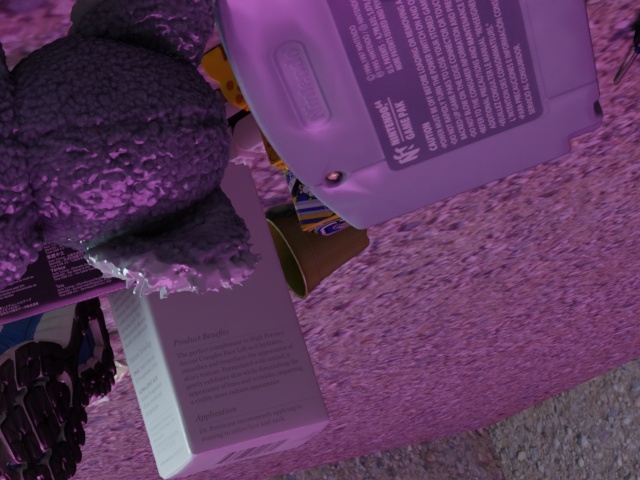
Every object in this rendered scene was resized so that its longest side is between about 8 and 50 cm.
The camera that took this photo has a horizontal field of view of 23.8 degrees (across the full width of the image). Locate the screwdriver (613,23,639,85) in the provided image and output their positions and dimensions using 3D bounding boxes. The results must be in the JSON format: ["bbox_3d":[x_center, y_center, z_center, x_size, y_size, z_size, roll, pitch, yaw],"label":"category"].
[{"bbox_3d":[0.255,-0.153,1.242,0.025,0.024,0.170,13,169,-3],"label":"screwdriver"}]

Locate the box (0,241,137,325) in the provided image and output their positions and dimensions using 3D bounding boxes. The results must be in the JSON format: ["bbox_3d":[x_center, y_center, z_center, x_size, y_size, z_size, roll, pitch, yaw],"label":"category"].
[{"bbox_3d":[-0.249,0.013,0.972,0.270,0.060,0.216,-17,-166,-5],"label":"box"}]

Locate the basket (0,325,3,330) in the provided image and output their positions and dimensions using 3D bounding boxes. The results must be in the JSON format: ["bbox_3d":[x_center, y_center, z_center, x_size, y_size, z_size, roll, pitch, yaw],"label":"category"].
[{"bbox_3d":[-0.322,0.090,1.120,0.103,0.113,0.167,-33,-159,24],"label":"basket"}]

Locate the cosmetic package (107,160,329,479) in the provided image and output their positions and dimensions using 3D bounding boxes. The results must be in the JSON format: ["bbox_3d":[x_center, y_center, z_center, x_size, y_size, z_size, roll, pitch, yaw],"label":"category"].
[{"bbox_3d":[-0.089,0.051,1.140,0.117,0.231,0.085,-10,163,-27],"label":"cosmetic package"}]

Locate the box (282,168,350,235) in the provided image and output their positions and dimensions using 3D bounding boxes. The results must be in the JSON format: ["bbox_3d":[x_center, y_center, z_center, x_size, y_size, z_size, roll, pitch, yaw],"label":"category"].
[{"bbox_3d":[0.059,-0.062,1.248,0.169,0.059,0.054,-23,167,21],"label":"box"}]

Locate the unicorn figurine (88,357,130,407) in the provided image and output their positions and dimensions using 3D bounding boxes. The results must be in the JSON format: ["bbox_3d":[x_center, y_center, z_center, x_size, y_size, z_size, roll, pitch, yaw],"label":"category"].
[{"bbox_3d":[-0.250,0.142,1.630,0.162,0.060,0.111,-8,163,-36],"label":"unicorn figurine"}]

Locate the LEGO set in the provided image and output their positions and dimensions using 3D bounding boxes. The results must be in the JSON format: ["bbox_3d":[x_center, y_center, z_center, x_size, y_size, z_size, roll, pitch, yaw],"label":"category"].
[{"bbox_3d":[0.000,-0.099,0.970,0.227,0.093,0.087,-28,163,33],"label":"LEGO set"}]

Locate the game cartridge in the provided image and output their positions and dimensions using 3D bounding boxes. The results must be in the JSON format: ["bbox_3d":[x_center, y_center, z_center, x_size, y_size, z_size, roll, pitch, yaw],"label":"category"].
[{"bbox_3d":[0.045,-0.124,0.834,0.196,0.060,0.294,-23,144,1],"label":"game cartridge"}]

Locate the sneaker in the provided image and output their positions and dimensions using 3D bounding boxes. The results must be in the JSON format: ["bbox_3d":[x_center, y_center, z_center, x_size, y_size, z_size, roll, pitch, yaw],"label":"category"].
[{"bbox_3d":[-0.281,0.139,1.307,0.147,0.130,0.330,-13,-169,8],"label":"sneaker"}]

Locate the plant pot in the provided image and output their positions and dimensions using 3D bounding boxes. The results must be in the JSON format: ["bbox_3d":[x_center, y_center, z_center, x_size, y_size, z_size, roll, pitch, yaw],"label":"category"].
[{"bbox_3d":[0.000,0.000,1.394,0.079,0.083,0.083,-27,168,-14],"label":"plant pot"}]

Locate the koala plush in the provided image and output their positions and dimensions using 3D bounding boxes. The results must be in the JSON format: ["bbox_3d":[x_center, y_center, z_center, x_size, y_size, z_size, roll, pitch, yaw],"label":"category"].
[{"bbox_3d":[-0.144,-0.039,0.734,0.221,0.196,0.203,-6,171,-6],"label":"koala plush"}]
